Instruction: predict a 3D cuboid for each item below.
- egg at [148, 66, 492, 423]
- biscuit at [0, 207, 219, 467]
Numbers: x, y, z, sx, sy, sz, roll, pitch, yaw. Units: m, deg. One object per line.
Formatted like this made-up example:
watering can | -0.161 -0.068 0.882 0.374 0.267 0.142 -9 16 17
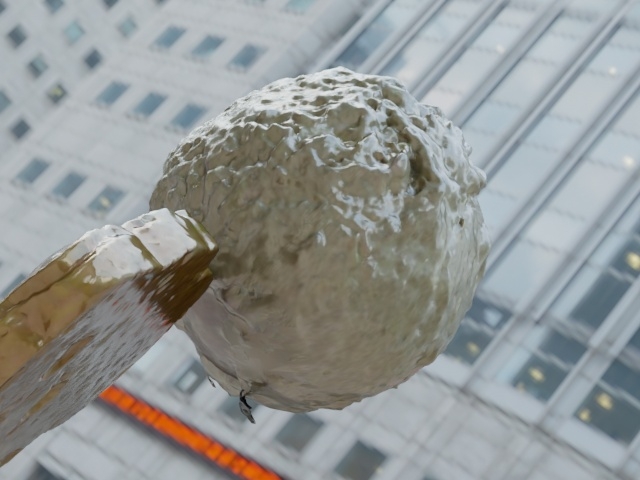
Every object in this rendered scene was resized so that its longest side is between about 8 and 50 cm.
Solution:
egg | 0.000 0.000 1.118 0.279 0.279 0.310 45 -8 -8
biscuit | -0.178 0.079 0.845 0.051 0.269 0.376 46 15 5
